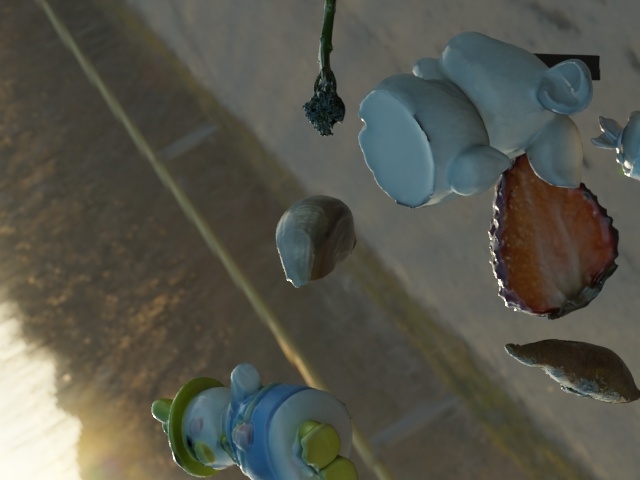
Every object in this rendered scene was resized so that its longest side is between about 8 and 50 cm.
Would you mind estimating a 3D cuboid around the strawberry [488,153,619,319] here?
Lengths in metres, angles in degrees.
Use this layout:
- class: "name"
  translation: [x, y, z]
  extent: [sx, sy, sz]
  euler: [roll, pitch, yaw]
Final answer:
- class: "strawberry"
  translation: [0.296, -0.013, 1.942]
  extent: [0.236, 0.190, 0.111]
  euler: [69, 165, -12]

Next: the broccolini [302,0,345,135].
- class: "broccolini"
  translation: [0.007, -0.197, 1.464]
  extent: [0.042, 0.044, 0.218]
  euler: [36, -140, -35]

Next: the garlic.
- class: "garlic"
  translation: [-0.004, -0.011, 1.946]
  extent: [0.195, 0.087, 0.101]
  euler: [-41, -56, -66]

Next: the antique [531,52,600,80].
- class: "antique"
  translation: [0.236, -0.197, 1.607]
  extent: [0.015, 0.192, 0.031]
  euler: [12, 102, 63]

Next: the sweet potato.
- class: "sweet potato"
  translation: [0.292, 0.144, 1.661]
  extent: [0.226, 0.068, 0.068]
  euler: [21, -165, -30]

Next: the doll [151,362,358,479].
- class: "doll"
  translation: [-0.060, 0.175, 1.275]
  extent: [0.241, 0.098, 0.135]
  euler: [-2, 156, 44]

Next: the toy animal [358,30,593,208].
- class: "toy animal"
  translation: [0.145, -0.108, 1.309]
  extent: [0.178, 0.193, 0.127]
  euler: [44, 145, 51]

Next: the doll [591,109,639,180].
- class: "doll"
  translation: [0.309, -0.083, 1.270]
  extent: [0.127, 0.073, 0.084]
  euler: [17, 176, 32]
